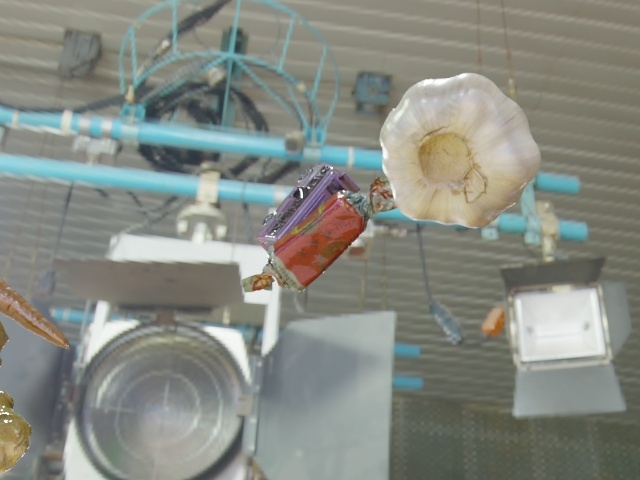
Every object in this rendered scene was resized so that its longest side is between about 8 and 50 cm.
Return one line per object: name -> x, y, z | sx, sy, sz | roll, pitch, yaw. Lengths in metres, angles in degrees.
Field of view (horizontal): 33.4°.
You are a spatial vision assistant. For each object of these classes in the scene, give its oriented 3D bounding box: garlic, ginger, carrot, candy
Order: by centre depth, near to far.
ginger -> -0.388, 0.172, 1.216 | 0.118, 0.299, 0.065 | -10, -61, -10
garlic -> 0.189, -0.123, 1.355 | 0.199, 0.226, 0.199 | 6, -72, 20
carrot -> -0.413, 0.081, 1.403 | 0.216, 0.048, 0.048 | 33, -38, 10
candy -> -0.001, 0.000, 1.638 | 0.292, 0.059, 0.086 | -40, -71, 11

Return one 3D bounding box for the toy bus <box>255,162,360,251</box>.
toy bus -> -0.015, -0.042, 1.754 | 0.087, 0.178, 0.098 | 45, -19, -21
